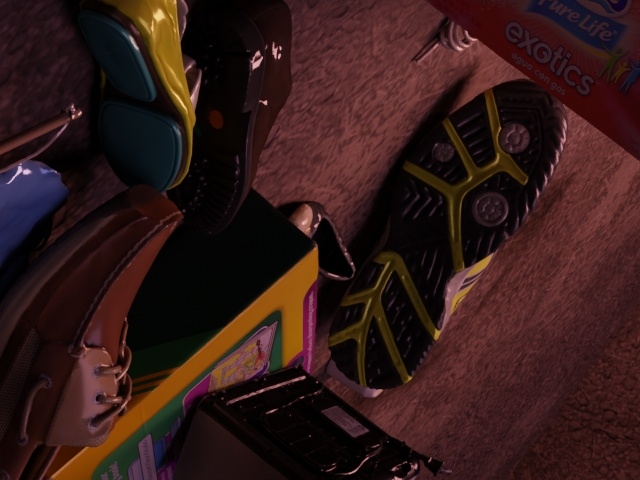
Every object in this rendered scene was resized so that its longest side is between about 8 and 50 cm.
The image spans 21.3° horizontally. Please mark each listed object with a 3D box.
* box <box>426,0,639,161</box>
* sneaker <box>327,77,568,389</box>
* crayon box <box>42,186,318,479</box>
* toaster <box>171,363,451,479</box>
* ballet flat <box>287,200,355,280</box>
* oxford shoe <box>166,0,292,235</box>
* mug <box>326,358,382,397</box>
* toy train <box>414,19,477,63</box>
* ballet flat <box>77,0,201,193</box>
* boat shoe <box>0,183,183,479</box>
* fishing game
[{"bbox_3d":[0.253,-0.206,1.482,0.154,0.300,0.142,-24,148,-50],"label":"box"},{"bbox_3d":[0.132,-0.021,1.856,0.384,0.145,0.147,-55,-179,20],"label":"sneaker"},{"bbox_3d":[-0.148,0.161,1.571,0.313,0.106,0.363,-40,158,-23],"label":"crayon box"},{"bbox_3d":[-0.014,0.208,1.511,0.168,0.186,0.110,-14,135,-58],"label":"toaster"},{"bbox_3d":[0.000,0.000,1.682,0.057,0.049,0.173,-51,160,1],"label":"ballet flat"},{"bbox_3d":[-0.063,-0.094,1.332,0.096,0.083,0.227,-38,158,-42],"label":"oxford shoe"},{"bbox_3d":[0.054,0.156,2.061,0.062,0.064,0.078,-57,160,17],"label":"mug"},{"bbox_3d":[0.227,-0.209,1.656,0.248,0.143,0.105,-44,159,-17],"label":"toy train"},{"bbox_3d":[-0.117,-0.117,1.194,0.077,0.077,0.231,-60,164,-26],"label":"ballet flat"},{"bbox_3d":[-0.196,0.101,1.281,0.324,0.120,0.122,-51,174,23],"label":"boat shoe"},{"bbox_3d":[-0.252,0.007,1.170,0.189,0.041,0.264,-32,161,-41],"label":"fishing game"}]
